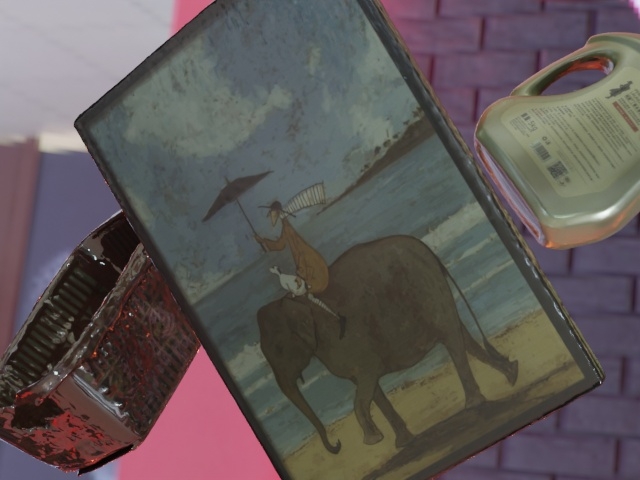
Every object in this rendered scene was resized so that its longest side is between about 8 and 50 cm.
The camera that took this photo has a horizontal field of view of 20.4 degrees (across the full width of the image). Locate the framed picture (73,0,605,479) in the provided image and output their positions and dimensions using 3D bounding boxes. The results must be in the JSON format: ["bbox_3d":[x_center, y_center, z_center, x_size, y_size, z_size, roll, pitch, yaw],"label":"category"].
[{"bbox_3d":[0.000,0.000,1.167,0.265,0.347,0.016,-34,173,35],"label":"framed picture"}]

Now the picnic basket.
[{"bbox_3d":[-0.204,0.097,1.774,0.129,0.297,0.222,41,140,-17],"label":"picnic basket"}]

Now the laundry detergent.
[{"bbox_3d":[0.290,-0.115,1.748,0.253,0.181,0.091,-33,157,-5],"label":"laundry detergent"}]
